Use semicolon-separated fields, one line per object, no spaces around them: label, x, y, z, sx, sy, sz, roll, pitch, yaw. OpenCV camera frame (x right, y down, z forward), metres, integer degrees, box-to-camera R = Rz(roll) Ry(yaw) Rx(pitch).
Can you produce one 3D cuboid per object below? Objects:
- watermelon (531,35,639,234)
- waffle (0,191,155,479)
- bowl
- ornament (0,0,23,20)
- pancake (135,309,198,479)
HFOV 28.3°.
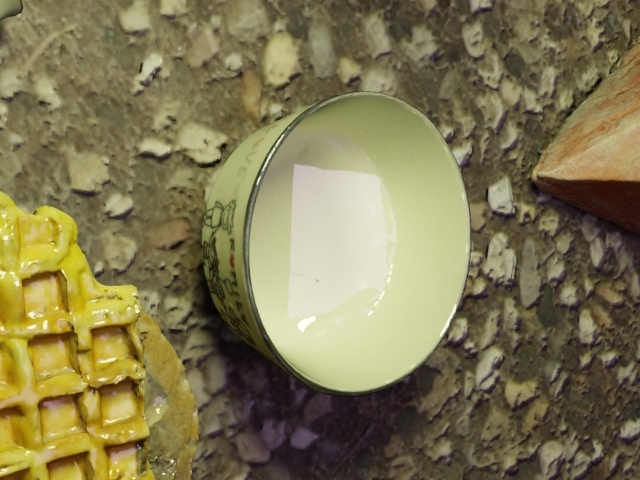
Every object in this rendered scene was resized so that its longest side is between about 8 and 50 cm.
watermelon;0.385;-0.071;1.290;0.292;0.283;0.250;-39;103;-1
waffle;-0.219;0.128;0.837;0.307;0.060;0.312;30;76;-35
bowl;0.000;0.000;1.019;0.237;0.126;0.238;-3;95;-38
ornament;-0.266;-0.117;0.834;0.156;0.081;0.075;-60;162;-20
pancake;-0.202;0.156;0.916;0.282;0.049;0.283;0;91;-37
